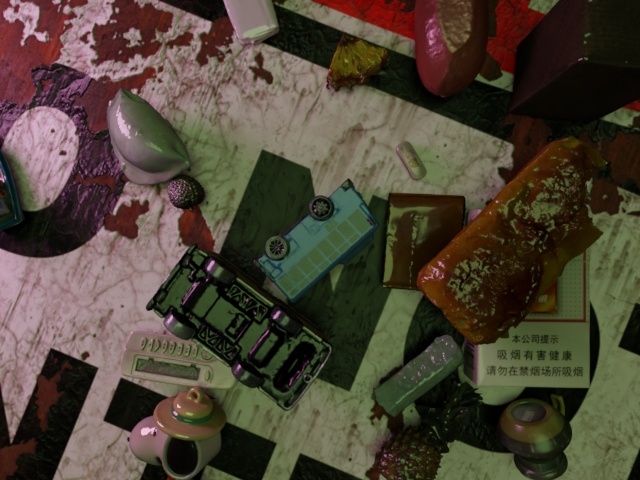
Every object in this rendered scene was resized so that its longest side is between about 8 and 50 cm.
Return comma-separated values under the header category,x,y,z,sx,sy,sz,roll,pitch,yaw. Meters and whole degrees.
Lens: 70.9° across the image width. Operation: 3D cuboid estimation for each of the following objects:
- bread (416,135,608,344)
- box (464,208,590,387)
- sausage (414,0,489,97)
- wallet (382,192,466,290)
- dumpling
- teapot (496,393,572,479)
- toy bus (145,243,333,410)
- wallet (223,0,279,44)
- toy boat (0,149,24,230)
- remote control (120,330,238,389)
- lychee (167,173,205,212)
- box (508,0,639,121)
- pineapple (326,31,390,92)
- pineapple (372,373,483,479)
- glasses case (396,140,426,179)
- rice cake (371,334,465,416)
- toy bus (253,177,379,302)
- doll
category,x,y,z,sx,sy,sz,roll,pitch,yaw
bread,0.348,0.002,0.768,0.185,0.109,0.380,45,88,2
box,0.391,0.105,0.864,0.210,0.095,0.331,1,88,0
sausage,0.248,-0.411,0.852,0.148,0.148,0.255,-4,87,1
wallet,0.203,0.004,0.896,0.160,0.042,0.196,3,87,-4
dumpling,-0.340,-0.189,0.881,0.216,0.149,0.105,41,59,10
teapot,0.418,0.365,0.856,0.165,0.130,0.119,-27,106,-30
toy bus,-0.135,0.152,0.827,0.305,0.179,0.143,35,88,1
wallet,-0.150,-0.491,0.908,0.095,0.033,0.190,-17,89,2
toy boat,-0.677,-0.132,0.880,0.109,0.098,0.238,-24,89,-3
remote control,-0.271,0.239,0.891,0.230,0.049,0.090,9,79,0
lychee,-0.266,-0.093,0.892,0.067,0.068,0.083,-27,84,-41
box,0.470,-0.316,0.776,0.183,0.273,0.143,6,89,1
pineapple,0.067,-0.357,0.894,0.137,0.069,0.116,-20,84,-8
pineapple,0.217,0.373,0.865,0.125,0.125,0.251,43,80,1
glasses case,0.183,-0.161,0.904,0.032,0.021,0.083,-31,89,2
rice cake,0.189,0.262,0.871,0.206,0.069,0.063,-37,53,-1
toy bus,0.000,0.000,0.861,0.234,0.116,0.134,-41,89,2
doll,-0.246,0.431,0.860,0.208,0.144,0.272,-29,86,21
